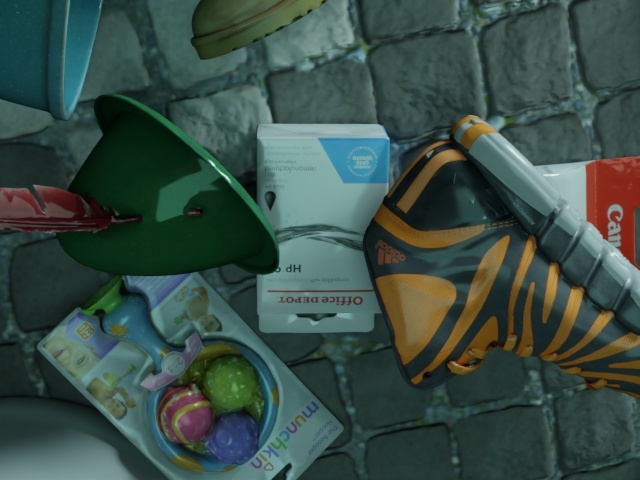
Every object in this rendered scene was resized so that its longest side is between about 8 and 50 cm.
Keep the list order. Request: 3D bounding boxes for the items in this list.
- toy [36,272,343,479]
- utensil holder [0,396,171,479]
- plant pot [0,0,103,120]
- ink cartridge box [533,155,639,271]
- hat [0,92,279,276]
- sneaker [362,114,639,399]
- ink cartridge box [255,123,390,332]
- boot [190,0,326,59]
[{"bbox_3d":[-0.100,0.125,0.888,0.137,0.056,0.237,-44,100,-8],"label":"toy"},{"bbox_3d":[-0.249,0.336,0.785,0.327,0.385,0.328,-1,105,-3],"label":"utensil holder"},{"bbox_3d":[-0.259,-0.230,0.667,0.255,0.272,0.272,10,106,-10],"label":"plant pot"},{"bbox_3d":[0.204,0.010,0.893,0.179,0.045,0.145,-5,107,1],"label":"ink cartridge box"},{"bbox_3d":[-0.164,0.012,0.775,0.208,0.173,0.183,37,69,14],"label":"hat"},{"bbox_3d":[0.161,0.069,0.837,0.321,0.124,0.180,43,99,-8],"label":"sneaker"},{"bbox_3d":[0.000,0.000,0.868,0.104,0.060,0.180,-1,106,-4],"label":"ink cartridge box"},{"bbox_3d":[-0.053,-0.298,0.769,0.236,0.089,0.269,-33,106,-4],"label":"boot"}]
